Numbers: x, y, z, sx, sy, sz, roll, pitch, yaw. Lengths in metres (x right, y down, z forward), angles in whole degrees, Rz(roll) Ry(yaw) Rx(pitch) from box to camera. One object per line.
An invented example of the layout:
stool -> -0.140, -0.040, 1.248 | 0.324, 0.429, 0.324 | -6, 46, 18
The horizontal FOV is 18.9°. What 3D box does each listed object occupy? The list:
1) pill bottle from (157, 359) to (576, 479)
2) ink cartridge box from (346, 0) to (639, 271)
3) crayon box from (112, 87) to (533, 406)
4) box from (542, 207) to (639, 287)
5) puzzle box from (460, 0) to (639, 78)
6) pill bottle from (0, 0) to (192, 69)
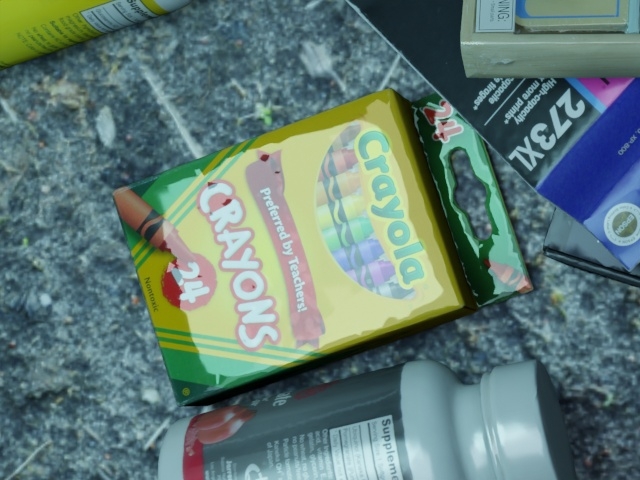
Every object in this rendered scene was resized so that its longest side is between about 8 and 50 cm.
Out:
pill bottle -> 0.042, 0.197, 1.584 | 0.319, 0.176, 0.176 | -15, 82, 13
ink cartridge box -> 0.181, -0.162, 1.582 | 0.175, 0.069, 0.371 | -49, 63, 13
crayon box -> 0.000, 0.000, 1.660 | 0.319, 0.081, 0.202 | -21, 81, 12
box -> 0.366, -0.079, 1.575 | 0.293, 0.073, 0.295 | 19, 91, 17
puzzle box -> 0.261, -0.312, 1.542 | 0.272, 0.052, 0.408 | 0, 63, 11
pill bottle -> -0.218, -0.269, 1.681 | 0.334, 0.188, 0.187 | -17, 82, 13
